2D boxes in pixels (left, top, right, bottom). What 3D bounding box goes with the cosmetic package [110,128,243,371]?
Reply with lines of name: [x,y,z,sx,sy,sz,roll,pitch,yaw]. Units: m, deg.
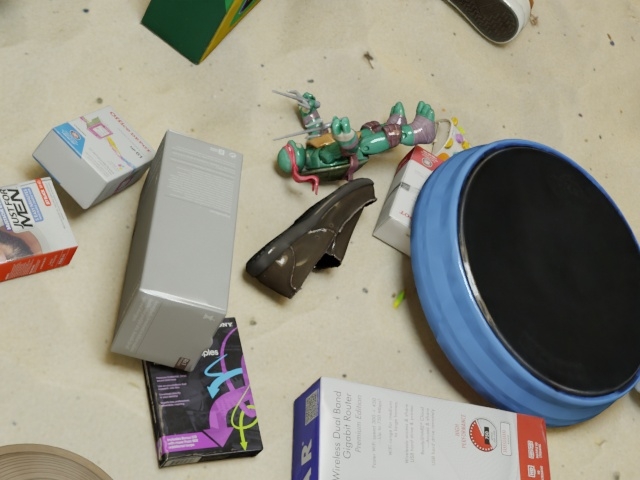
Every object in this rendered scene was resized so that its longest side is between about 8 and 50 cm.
cosmetic package: [-0.156,0.010,1.179,0.107,0.127,0.238,18,45,-14]

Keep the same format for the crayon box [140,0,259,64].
crayon box: [-0.058,-0.447,1.395,0.106,0.313,0.363,37,52,-4]

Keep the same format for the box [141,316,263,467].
box: [-0.135,0.164,1.182,0.116,0.029,0.162,-1,61,-28]

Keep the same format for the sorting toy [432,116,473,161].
sorting toy: [0.198,-0.130,1.523,0.075,0.044,0.083,37,50,-28]

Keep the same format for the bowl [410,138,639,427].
bowl: [0.292,0.046,1.399,0.391,0.077,0.391,16,60,-30]

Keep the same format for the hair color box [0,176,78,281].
hair color box: [-0.359,-0.004,1.149,0.167,0.053,0.093,-16,71,-32]

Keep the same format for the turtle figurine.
turtle figurine: [0.023,-0.136,1.389,0.234,0.118,0.175,-11,28,-24]

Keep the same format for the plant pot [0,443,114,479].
plant pot: [-0.267,0.296,0.988,0.237,0.110,0.238,12,59,-21]

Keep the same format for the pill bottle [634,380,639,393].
pill bottle: [0.541,0.229,1.435,0.221,0.121,0.121,38,52,-3]

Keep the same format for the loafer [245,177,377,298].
loafer: [0.000,0.000,1.325,0.220,0.080,0.078,-40,94,-32]

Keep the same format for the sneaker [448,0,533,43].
sneaker: [0.222,-0.444,1.682,0.290,0.106,0.123,48,45,-7]

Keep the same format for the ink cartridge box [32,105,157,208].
ink cartridge box: [-0.257,-0.099,1.229,0.088,0.052,0.122,45,27,1]

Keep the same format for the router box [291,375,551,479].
router box: [0.117,0.343,1.175,0.301,0.082,0.336,13,58,-21]

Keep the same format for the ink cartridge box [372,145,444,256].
ink cartridge box: [0.138,-0.045,1.426,0.099,0.056,0.135,31,53,-10]
